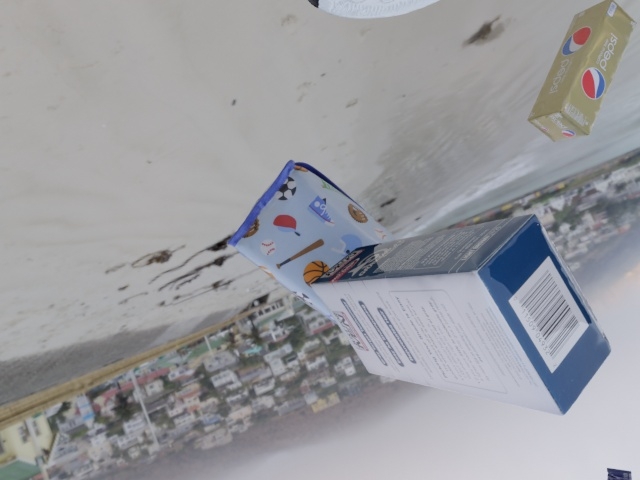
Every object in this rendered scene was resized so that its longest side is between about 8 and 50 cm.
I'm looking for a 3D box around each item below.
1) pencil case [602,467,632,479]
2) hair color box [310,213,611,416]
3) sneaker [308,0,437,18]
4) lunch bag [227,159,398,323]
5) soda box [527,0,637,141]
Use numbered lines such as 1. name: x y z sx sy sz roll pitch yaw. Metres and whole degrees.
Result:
1. pencil case: 0.232 0.292 0.402 0.088 0.206 0.086 -3 -169 22
2. hair color box: 0.140 0.087 0.640 0.105 0.174 0.347 -38 -169 -25
3. sneaker: 0.094 -0.381 0.530 0.322 0.236 0.130 -21 166 -7
4. lunch bag: 0.000 0.000 1.132 0.239 0.327 0.385 -51 -175 -1
5. soda box: 0.354 -0.228 0.704 0.181 0.058 0.061 -62 -161 -9
